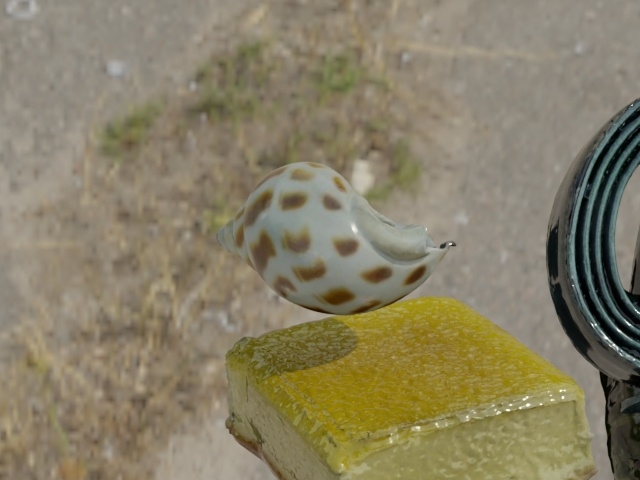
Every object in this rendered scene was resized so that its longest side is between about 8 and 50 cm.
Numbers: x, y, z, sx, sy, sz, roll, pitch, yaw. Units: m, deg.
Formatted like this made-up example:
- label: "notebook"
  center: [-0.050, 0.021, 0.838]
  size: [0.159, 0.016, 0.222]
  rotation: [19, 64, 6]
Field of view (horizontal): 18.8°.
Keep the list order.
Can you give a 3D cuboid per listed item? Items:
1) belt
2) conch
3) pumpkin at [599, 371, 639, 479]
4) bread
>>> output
- label: "belt"
  center: [0.278, 0.008, 1.497]
  size: [0.206, 0.116, 0.267]
  rotation: [25, 78, -1]
- label: "conch"
  center: [0.000, 0.000, 2.112]
  size: [0.275, 0.183, 0.148]
  rotation: [30, 88, 41]
- label: "pumpkin"
  center: [0.342, 0.165, 1.646]
  size: [0.189, 0.260, 0.260]
  rotation: [-13, 46, 14]
- label: "bread"
  center: [0.092, 0.191, 2.151]
  size: [0.324, 0.143, 0.333]
  rotation: [-12, 23, -21]
